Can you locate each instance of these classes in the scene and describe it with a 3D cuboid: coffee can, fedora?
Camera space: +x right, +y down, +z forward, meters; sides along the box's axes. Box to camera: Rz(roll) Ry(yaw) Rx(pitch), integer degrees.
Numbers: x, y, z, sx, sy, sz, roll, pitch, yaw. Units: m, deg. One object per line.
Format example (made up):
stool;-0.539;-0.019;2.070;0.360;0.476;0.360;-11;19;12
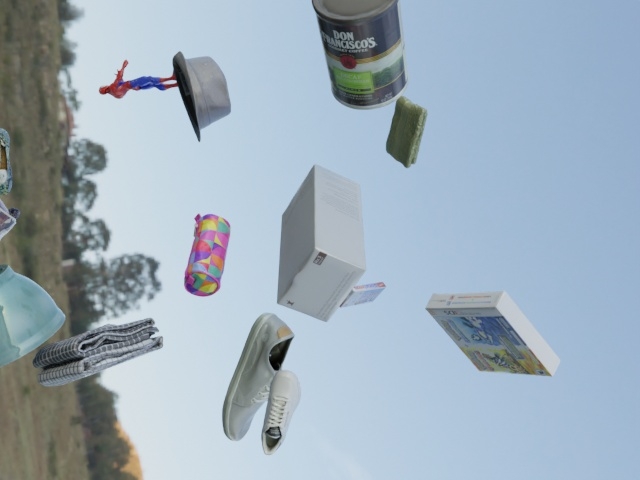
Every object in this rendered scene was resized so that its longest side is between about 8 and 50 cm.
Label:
coffee can;0.102;-0.481;1.853;0.201;0.202;0.275;59;-8;37
fedora;-0.340;-0.437;2.279;0.243;0.124;0.275;94;-26;-58

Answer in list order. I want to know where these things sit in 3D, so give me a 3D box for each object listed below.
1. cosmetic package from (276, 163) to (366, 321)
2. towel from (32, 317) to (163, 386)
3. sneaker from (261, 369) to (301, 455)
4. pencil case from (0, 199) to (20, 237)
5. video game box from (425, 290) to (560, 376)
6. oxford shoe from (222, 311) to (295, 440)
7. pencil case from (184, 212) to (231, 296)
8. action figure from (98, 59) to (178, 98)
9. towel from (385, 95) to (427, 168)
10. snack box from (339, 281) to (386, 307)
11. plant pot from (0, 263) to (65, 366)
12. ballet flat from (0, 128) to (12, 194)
cosmetic package;0.000;0.000;2.058;0.217;0.156;0.385;-55;-157;35
towel;-0.601;0.293;2.098;0.235;0.284;0.121;-22;-94;39
sneaker;-0.109;0.462;2.078;0.095;0.090;0.235;-59;159;-73
pencil case;-0.800;0.064;1.585;0.410;0.160;0.183;-57;-164;-9
video game box;0.330;0.180;1.494;0.205;0.048;0.187;48;-27;-22
oxford shoe;-0.195;0.446;2.432;0.130;0.169;0.449;25;-75;22
pencil case;-0.295;0.035;2.004;0.236;0.105;0.104;-90;-169;-47
action figure;-0.609;-0.554;2.585;0.091;0.281;0.139;60;19;-72
towel;0.198;-0.253;1.806;0.110;0.027;0.148;43;-53;47
snack box;0.112;0.145;2.070;0.022;0.178;0.064;49;-65;21
plant pot;-0.845;0.185;2.003;0.293;0.293;0.196;18;-45;62
ballet flat;-0.894;-0.215;2.138;0.070;0.070;0.188;24;-63;61
